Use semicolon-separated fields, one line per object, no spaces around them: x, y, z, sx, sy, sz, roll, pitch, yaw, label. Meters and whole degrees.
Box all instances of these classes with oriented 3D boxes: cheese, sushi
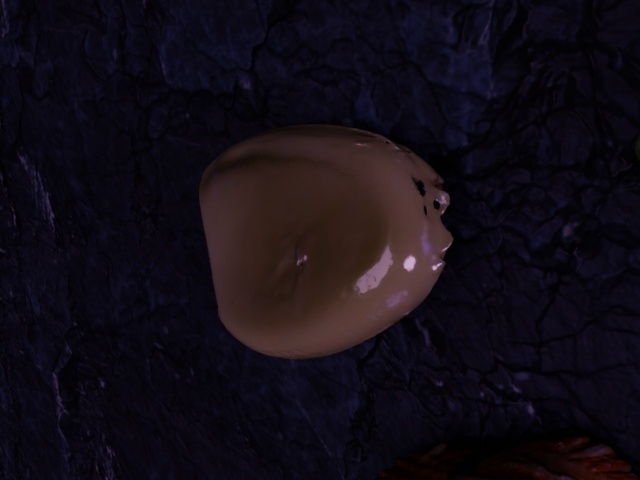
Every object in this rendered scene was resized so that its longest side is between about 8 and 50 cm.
0.000;0.000;0.714;0.316;0.128;0.259;-7;96;38;cheese
0.169;0.273;0.657;0.332;0.124;0.130;-24;97;42;sushi

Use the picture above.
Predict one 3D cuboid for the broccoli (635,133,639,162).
0.311;-0.157;0.423;0.165;0.145;0.304;47;140;24;broccoli
